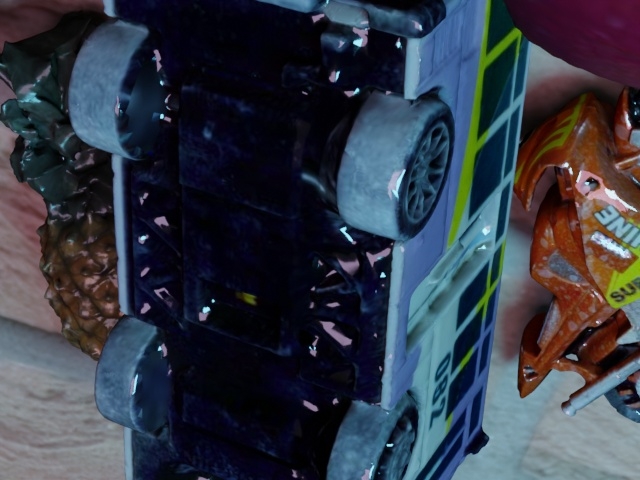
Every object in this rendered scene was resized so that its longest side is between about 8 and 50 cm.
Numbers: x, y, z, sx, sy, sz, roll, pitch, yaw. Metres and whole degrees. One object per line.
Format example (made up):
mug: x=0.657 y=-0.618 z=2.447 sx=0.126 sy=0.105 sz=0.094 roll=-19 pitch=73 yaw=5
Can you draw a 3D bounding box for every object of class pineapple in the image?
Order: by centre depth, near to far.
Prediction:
pineapple: x=-0.161 y=-0.038 z=1.035 sx=0.128 sy=0.128 sz=0.248 roll=-8 pitch=116 yaw=19

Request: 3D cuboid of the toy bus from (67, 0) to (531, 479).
toy bus: x=0.000 y=0.000 z=0.930 sx=0.209 sy=0.249 sz=0.440 roll=17 pitch=126 yaw=22

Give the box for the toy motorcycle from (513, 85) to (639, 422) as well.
toy motorcycle: x=0.208 y=0.004 z=0.985 sx=0.171 sy=0.089 sz=0.298 roll=5 pitch=127 yaw=12

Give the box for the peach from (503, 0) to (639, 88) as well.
peach: x=0.168 y=-0.285 z=0.640 sx=0.353 sy=0.339 sz=0.416 roll=-35 pitch=103 yaw=13
